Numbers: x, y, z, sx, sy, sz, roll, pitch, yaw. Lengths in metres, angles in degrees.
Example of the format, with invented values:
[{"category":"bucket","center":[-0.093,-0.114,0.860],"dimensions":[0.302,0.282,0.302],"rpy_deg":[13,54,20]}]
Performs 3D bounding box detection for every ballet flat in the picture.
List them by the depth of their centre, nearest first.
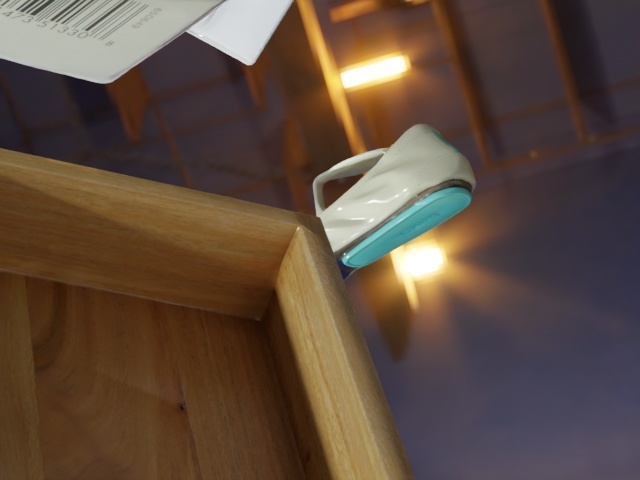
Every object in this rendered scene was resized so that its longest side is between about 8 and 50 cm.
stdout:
[{"category":"ballet flat","center":[0.000,0.000,1.290],"dimensions":[0.086,0.248,0.086],"rpy_deg":[51,-166,-18]}]

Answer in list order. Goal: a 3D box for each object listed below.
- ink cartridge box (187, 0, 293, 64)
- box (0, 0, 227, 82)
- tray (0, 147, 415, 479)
[{"category":"ink cartridge box","center":[-0.060,-0.294,1.212],"dimensions":[0.197,0.198,0.270],"rpy_deg":[30,-148,-8]},{"category":"box","center":[-0.135,-0.215,0.862],"dimensions":[0.149,0.127,0.232],"rpy_deg":[12,-117,-39]},{"category":"tray","center":[-0.066,0.106,0.664],"dimensions":[0.411,0.203,0.076],"rpy_deg":[-109,36,-55]}]
